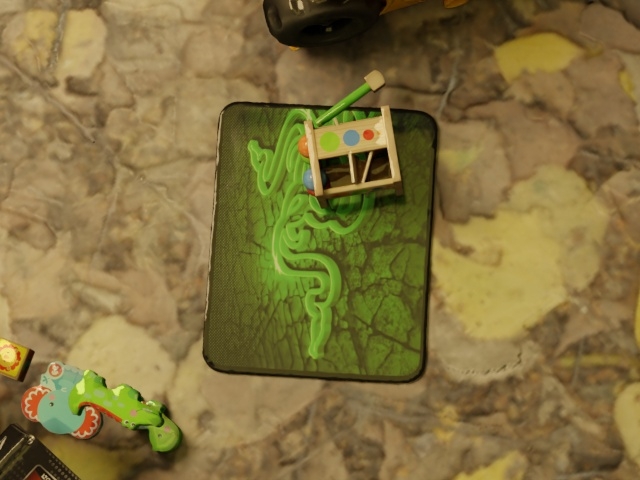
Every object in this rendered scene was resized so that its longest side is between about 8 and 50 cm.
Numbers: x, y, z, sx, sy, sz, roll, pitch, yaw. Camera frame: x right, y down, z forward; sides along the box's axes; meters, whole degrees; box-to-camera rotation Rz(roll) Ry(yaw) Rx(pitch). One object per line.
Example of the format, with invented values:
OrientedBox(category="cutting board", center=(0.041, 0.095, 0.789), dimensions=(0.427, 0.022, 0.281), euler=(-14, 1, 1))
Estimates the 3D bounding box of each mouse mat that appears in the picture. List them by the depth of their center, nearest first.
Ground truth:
OrientedBox(category="mouse mat", center=(0.000, 0.000, 1.351), dimensions=(0.152, 0.007, 0.190), euler=(3, 81, 4))

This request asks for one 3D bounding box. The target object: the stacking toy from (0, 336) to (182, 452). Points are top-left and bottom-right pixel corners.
OrientedBox(category="stacking toy", center=(-0.198, 0.092, 1.267), dimensions=(0.221, 0.167, 0.052), euler=(20, 83, 6))

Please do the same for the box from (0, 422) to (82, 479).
OrientedBox(category="box", center=(-0.165, 0.282, 1.227), dimensions=(0.216, 0.060, 0.270), euler=(-47, 105, -12))

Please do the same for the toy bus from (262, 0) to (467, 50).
OrientedBox(category="toy bus", center=(0.057, -0.228, 1.282), dimensions=(0.211, 0.220, 0.150), euler=(-8, 76, -4))

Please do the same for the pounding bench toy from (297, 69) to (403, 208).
OrientedBox(category="pounding bench toy", center=(0.017, -0.070, 1.330), dimensions=(0.065, 0.052, 0.083), euler=(-9, 80, 3))
